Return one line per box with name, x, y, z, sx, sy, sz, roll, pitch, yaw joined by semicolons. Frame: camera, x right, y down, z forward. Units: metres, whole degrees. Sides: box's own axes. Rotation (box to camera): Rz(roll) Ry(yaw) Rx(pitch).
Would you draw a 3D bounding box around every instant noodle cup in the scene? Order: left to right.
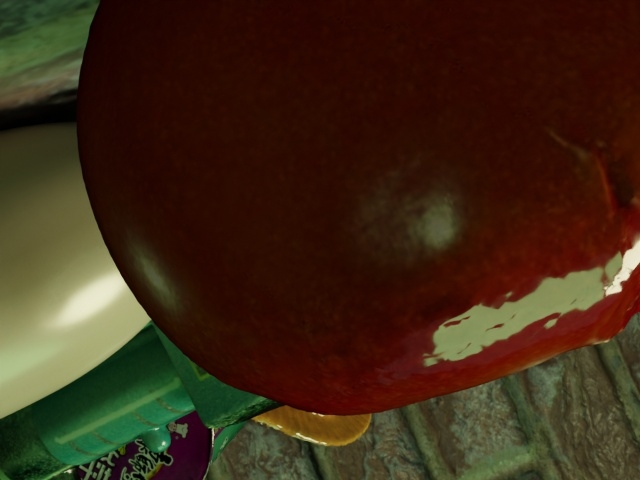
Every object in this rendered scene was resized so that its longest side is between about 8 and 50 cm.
instant noodle cup;-0.193;0.169;1.373;0.251;0.251;0.190;-25;180;20

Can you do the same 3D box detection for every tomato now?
tomato;0.045;-0.061;0.519;0.298;0.226;0.298;-25;178;-1

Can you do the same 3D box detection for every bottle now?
bottle;-0.124;-0.011;0.727;0.236;0.147;0.147;-27;174;-22

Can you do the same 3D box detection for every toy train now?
toy train;-0.150;0.075;0.923;0.298;0.194;0.120;-29;177;25

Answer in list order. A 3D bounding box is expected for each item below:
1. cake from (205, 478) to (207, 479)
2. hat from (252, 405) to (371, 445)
cake;-0.305;0.301;1.660;0.230;0.309;0.237;-19;177;13
hat;0.004;0.024;1.179;0.233;0.244;0.233;11;129;-40
